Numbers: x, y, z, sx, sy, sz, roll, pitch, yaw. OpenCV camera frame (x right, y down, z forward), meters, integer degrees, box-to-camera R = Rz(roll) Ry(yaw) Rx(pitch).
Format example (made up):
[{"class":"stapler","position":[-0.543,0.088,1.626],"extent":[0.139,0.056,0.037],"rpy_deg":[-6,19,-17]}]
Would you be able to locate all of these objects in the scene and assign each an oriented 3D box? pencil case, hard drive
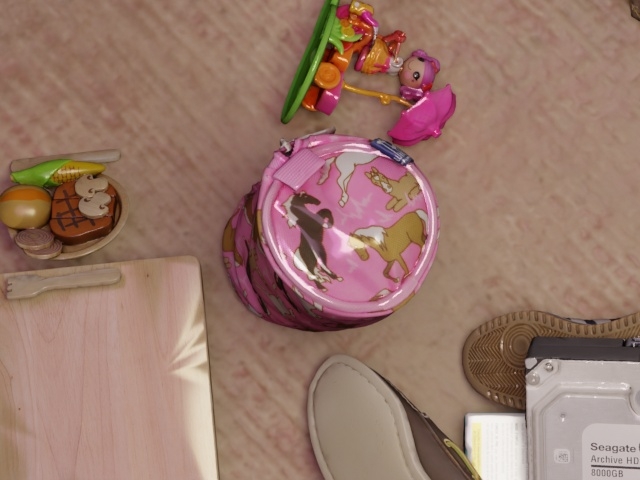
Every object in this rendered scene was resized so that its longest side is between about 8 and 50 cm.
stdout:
[{"class":"pencil case","position":[0.000,0.000,1.764],"extent":[0.160,0.386,0.167],"rpy_deg":[7,83,-7]},{"class":"hard drive","position":[0.313,0.258,1.782],"extent":[0.237,0.064,0.339],"rpy_deg":[2,109,13]}]

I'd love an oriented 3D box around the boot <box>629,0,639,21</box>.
[{"class":"boot","position":[0.354,-0.283,1.957],"extent":[0.114,0.037,0.106],"rpy_deg":[-33,80,3]}]

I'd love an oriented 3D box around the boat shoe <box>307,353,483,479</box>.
[{"class":"boat shoe","position":[0.096,0.237,1.829],"extent":[0.116,0.097,0.324],"rpy_deg":[-56,47,21]}]

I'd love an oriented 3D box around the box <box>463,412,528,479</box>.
[{"class":"box","position":[0.264,0.220,1.880],"extent":[0.244,0.060,0.100],"rpy_deg":[0,83,3]}]

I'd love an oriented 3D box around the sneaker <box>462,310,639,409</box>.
[{"class":"sneaker","position":[0.292,0.113,1.885],"extent":[0.282,0.153,0.099],"rpy_deg":[-8,84,32]}]

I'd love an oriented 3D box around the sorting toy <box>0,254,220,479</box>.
[{"class":"sorting toy","position":[-0.232,0.158,1.898],"extent":[0.255,0.089,0.257],"rpy_deg":[-6,82,2]}]

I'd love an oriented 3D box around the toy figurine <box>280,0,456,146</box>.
[{"class":"toy figurine","position":[0.063,-0.166,1.933],"extent":[0.159,0.130,0.173],"rpy_deg":[22,59,-8]}]

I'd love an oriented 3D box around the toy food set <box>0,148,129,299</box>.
[{"class":"toy food set","position":[-0.257,-0.031,1.898],"extent":[0.132,0.038,0.192],"rpy_deg":[-8,47,0]}]
